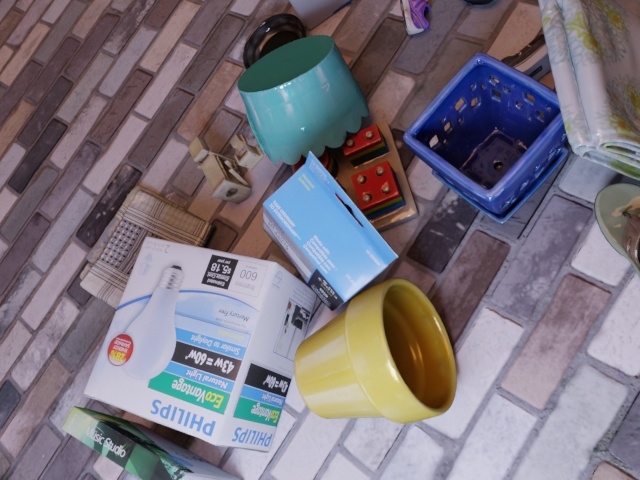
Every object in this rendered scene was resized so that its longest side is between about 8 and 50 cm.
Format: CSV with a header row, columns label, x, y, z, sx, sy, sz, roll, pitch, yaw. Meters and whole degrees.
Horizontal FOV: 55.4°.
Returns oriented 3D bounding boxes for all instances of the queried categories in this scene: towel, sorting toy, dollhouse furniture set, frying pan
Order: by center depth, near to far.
label,x,y,z,sx,sy,sz,roll,pitch,yaw
towel,0.541,-0.280,1.091,0.090,0.320,0.375,-31,54,48
sorting toy,0.059,-0.132,1.380,0.255,0.089,0.257,-22,62,16
dollhouse furniture set,-0.218,-0.215,1.518,0.161,0.101,0.182,-44,57,23
towel,-0.463,0.031,1.577,0.324,0.056,0.312,25,82,31
frying pan,-0.095,-0.462,1.605,0.197,0.053,0.326,-33,63,15

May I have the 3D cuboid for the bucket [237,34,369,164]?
label,x,y,z,sx,sy,sz,roll,pitch,yaw
bucket,-0.045,-0.327,1.395,0.281,0.183,0.281,-18,35,14

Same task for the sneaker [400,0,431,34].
label,x,y,z,sx,sy,sz,roll,pitch,yaw
sneaker,0.234,-0.585,1.509,0.071,0.068,0.170,-9,74,5

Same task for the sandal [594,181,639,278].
label,x,y,z,sx,sy,sz,roll,pitch,yaw
sandal,0.594,0.017,1.072,0.120,0.086,0.303,-27,61,13

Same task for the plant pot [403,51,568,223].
label,x,y,z,sx,sy,sz,roll,pitch,yaw
plant pot,0.338,-0.183,1.199,0.236,0.212,0.236,-48,59,1

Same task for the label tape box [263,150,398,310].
label,x,y,z,sx,sy,sz,roll,pitch,yaw
label tape box,0.000,0.000,1.165,0.106,0.334,0.241,-39,84,-11

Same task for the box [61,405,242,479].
label,x,y,z,sx,sy,sz,roll,pitch,yaw
box,-0.339,0.442,1.249,0.322,0.232,0.058,15,72,28

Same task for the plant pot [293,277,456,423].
label,x,y,z,sx,sy,sz,roll,pitch,yaw
plant pot,0.090,0.226,1.146,0.239,0.254,0.254,-26,60,32

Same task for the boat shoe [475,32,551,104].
label,x,y,z,sx,sy,sz,roll,pitch,yaw
boat shoe,0.419,-0.370,1.318,0.228,0.080,0.076,-38,53,5

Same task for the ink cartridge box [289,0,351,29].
label,x,y,z,sx,sy,sz,roll,pitch,yaw
ink cartridge box,-0.038,-0.725,1.617,0.171,0.168,0.233,-32,60,11

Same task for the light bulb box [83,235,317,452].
label,x,y,z,sx,sy,sz,roll,pitch,yaw
light bulb box,-0.246,0.217,1.302,0.357,0.225,0.361,9,73,28

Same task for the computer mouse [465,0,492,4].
label,x,y,z,sx,sy,sz,roll,pitch,yaw
computer mouse,0.337,-0.627,1.487,0.242,0.041,0.071,41,107,37
